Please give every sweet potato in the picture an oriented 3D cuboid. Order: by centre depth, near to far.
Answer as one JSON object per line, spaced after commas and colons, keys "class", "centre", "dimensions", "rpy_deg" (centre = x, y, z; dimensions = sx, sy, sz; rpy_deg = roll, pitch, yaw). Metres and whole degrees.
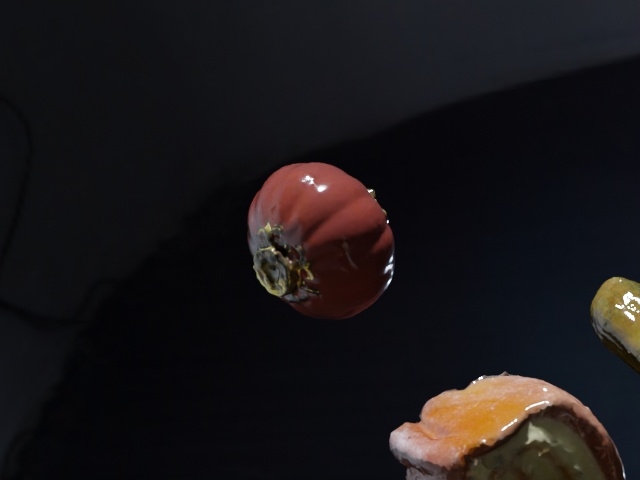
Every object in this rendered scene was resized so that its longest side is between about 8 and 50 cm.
{"class": "sweet potato", "centre": [0.329, 0.108, 1.376], "dimensions": [0.081, 0.233, 0.062], "rpy_deg": [-7, 126, -35]}

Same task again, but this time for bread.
{"class": "bread", "centre": [0.209, 0.255, 1.500], "dimensions": [0.244, 0.190, 0.123], "rpy_deg": [57, -6, -15]}

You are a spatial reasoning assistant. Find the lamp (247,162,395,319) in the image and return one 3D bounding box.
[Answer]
{"class": "lamp", "centre": [0.000, 0.000, 0.910], "dimensions": [0.090, 0.101, 0.101], "rpy_deg": [-34, 116, -35]}
